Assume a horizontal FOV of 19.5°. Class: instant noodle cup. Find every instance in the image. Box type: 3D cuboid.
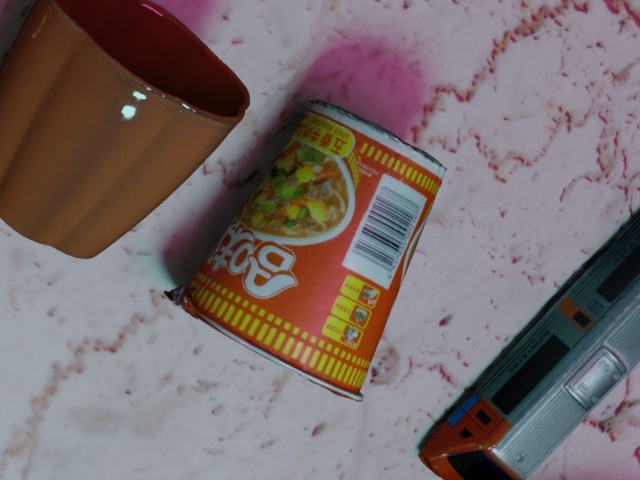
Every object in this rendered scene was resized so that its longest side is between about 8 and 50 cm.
[{"bbox_3d":[0.000,0.000,1.584,0.193,0.193,0.212,27,91,-36],"label":"instant noodle cup"}]

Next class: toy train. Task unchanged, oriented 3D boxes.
[{"bbox_3d":[0.269,0.097,1.826,0.409,0.089,0.086,-47,132,-1],"label":"toy train"}]

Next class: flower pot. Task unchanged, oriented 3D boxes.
[{"bbox_3d":[-0.178,-0.090,1.438,0.191,0.190,0.173,27,111,-36],"label":"flower pot"}]
